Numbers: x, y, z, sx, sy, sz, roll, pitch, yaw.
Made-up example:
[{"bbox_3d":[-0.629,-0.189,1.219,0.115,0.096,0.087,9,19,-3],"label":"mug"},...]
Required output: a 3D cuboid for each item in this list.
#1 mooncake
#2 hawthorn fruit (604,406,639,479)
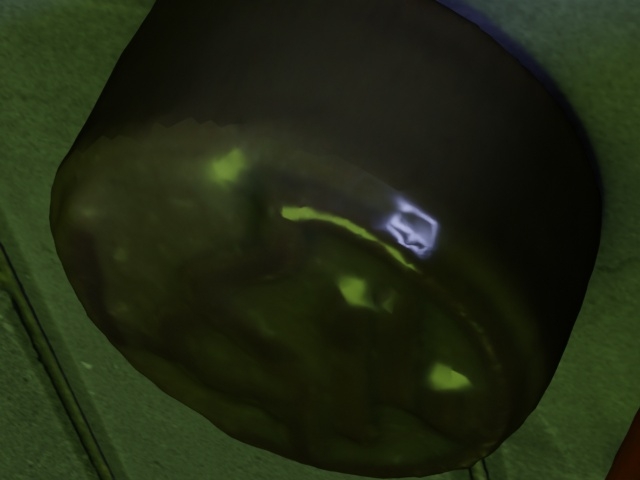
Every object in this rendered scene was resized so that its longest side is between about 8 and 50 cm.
[{"bbox_3d":[0.000,0.000,1.040,0.284,0.155,0.284,17,144,13],"label":"mooncake"},{"bbox_3d":[0.320,0.184,0.793,0.472,0.471,0.471,18,145,13],"label":"hawthorn fruit"}]
